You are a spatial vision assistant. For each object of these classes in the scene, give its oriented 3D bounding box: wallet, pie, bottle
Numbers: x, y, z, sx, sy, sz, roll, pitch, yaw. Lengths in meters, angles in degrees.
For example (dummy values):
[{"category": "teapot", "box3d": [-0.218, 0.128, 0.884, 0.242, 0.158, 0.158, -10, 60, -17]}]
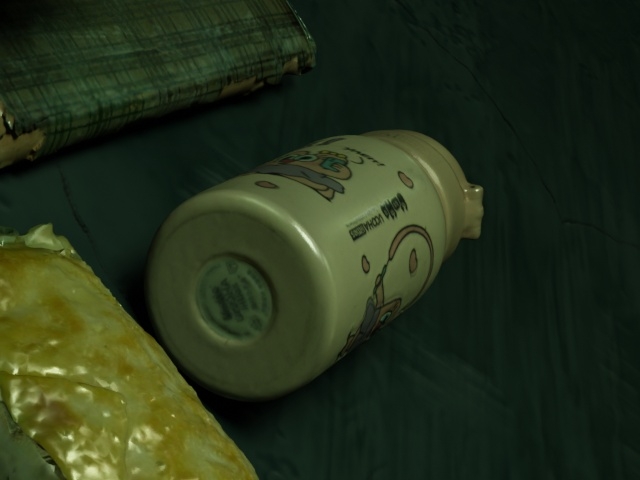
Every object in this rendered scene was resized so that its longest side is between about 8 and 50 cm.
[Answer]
[{"category": "wallet", "box3d": [-0.124, -0.129, 0.883, 0.169, 0.044, 0.317, 54, 32, 6]}, {"category": "pie", "box3d": [-0.066, 0.100, 0.665, 0.282, 0.068, 0.128, 52, 28, 16]}, {"category": "bottle", "box3d": [0.000, 0.000, 0.850, 0.110, 0.097, 0.209, 9, 18, 23]}]
